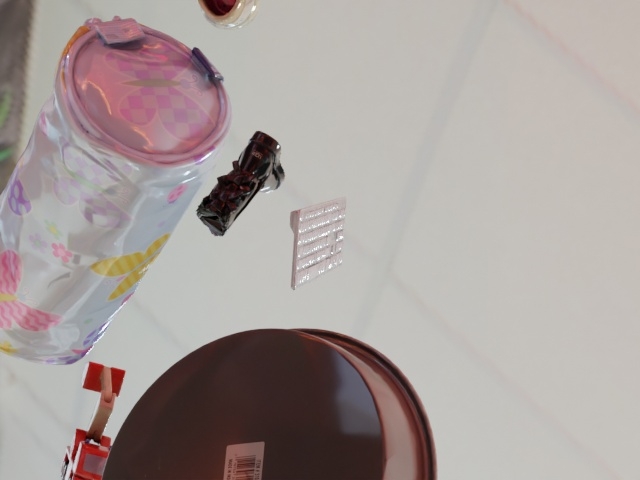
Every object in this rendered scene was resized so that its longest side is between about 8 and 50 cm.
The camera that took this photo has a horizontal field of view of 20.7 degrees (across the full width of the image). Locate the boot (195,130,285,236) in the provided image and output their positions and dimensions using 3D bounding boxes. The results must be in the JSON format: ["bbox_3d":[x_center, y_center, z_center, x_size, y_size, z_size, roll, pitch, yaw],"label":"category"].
[{"bbox_3d":[-0.078,-0.047,1.709,0.045,0.099,0.121,32,-16,8],"label":"boot"}]

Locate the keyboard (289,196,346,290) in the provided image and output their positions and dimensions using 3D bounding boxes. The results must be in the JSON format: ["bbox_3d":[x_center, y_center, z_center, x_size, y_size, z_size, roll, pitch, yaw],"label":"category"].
[{"bbox_3d":[0.000,0.000,1.663,0.014,0.256,0.072,-1,-86,10],"label":"keyboard"}]

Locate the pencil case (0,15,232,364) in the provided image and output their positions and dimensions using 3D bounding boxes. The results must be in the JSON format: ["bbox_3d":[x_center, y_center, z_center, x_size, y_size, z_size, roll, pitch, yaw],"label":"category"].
[{"bbox_3d":[-0.160,-0.027,1.173,0.124,0.113,0.273,48,-41,12],"label":"pencil case"}]

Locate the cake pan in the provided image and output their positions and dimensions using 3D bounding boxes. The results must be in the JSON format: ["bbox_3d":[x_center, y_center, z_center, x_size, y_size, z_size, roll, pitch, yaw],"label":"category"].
[{"bbox_3d":[-0.052,0.193,1.364,0.293,0.293,0.054,24,-14,36],"label":"cake pan"}]

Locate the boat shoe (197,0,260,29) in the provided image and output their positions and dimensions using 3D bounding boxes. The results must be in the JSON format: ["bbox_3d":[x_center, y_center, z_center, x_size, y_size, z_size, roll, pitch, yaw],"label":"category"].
[{"bbox_3d":[-0.073,-0.239,1.280,0.063,0.059,0.170,-7,-83,6],"label":"boat shoe"}]

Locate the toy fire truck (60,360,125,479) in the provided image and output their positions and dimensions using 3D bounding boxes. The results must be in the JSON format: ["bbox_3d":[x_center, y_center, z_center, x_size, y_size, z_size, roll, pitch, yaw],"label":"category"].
[{"bbox_3d":[-0.260,0.219,2.029,0.047,0.135,0.192,16,2,-13],"label":"toy fire truck"}]
